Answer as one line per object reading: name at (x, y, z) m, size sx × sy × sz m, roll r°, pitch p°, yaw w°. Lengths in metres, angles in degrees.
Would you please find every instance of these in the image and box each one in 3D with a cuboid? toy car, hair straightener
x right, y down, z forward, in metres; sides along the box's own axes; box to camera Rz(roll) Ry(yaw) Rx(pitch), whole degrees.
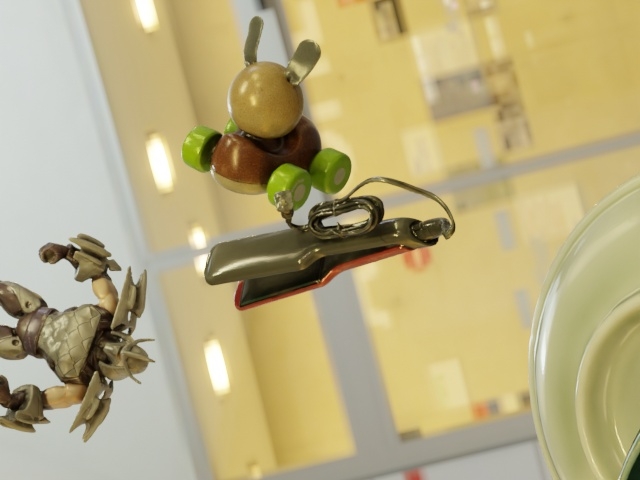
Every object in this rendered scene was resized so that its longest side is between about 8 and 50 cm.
toy car at (-0.052, -0.152, 2.089) m, size 0.149 × 0.155 × 0.188 m, roll -25°, pitch -49°, yaw -49°
hair straightener at (0.000, 0.000, 1.399) m, size 0.089 × 0.230 × 0.047 m, roll 41°, pitch -129°, yaw -38°

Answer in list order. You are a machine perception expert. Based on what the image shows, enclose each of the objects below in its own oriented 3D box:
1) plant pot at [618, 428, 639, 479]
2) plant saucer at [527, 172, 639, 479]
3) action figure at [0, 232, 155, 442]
plant pot at (0.327, 0.158, 1.161) m, size 0.195 × 0.290 × 0.290 m, roll -57°, pitch -47°, yaw -71°
plant saucer at (0.314, 0.131, 1.466) m, size 0.100 × 0.400 × 0.400 m, roll -12°, pitch -93°, yaw -50°
action figure at (-0.273, 0.079, 1.704) m, size 0.185 × 0.285 × 0.099 m, roll -66°, pitch -26°, yaw -20°
